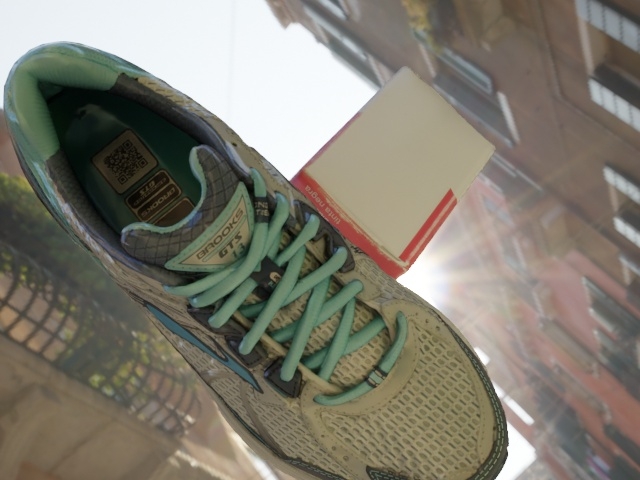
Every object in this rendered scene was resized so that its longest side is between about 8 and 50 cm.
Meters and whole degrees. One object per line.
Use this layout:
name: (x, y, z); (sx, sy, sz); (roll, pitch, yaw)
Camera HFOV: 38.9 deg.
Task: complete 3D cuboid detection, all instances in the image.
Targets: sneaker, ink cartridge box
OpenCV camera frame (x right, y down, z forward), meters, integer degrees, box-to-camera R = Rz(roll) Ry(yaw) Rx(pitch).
sneaker: (-0.036, 0.020, 0.399); (0.110, 0.283, 0.122); (-51, -7, -8)
ink cartridge box: (0.000, 0.000, 0.642); (0.218, 0.092, 0.158); (-46, 2, 45)
